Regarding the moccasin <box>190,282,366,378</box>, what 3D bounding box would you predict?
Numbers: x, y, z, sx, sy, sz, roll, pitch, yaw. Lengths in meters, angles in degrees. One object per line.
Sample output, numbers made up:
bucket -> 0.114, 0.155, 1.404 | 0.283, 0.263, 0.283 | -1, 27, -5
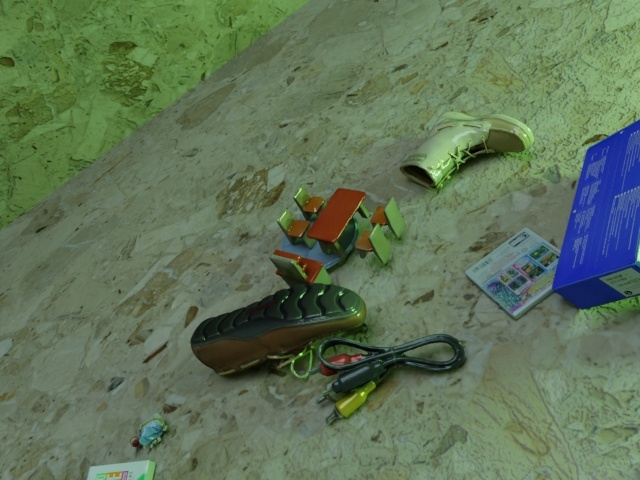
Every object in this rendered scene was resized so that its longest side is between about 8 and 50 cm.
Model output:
moccasin -> -0.080, 0.194, 1.102 | 0.380, 0.147, 0.139 | -23, 26, 16

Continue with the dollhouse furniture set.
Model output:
dollhouse furniture set -> 0.010, -0.016, 1.188 | 0.262, 0.135, 0.259 | 12, 58, 36

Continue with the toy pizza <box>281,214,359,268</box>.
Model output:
toy pizza -> 0.000, 0.000, 1.304 | 0.201, 0.032, 0.201 | -16, 46, 16

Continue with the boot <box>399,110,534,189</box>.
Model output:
boot -> 0.328, -0.200, 1.249 | 0.262, 0.095, 0.203 | 23, 65, 45

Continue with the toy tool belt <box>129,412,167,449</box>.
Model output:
toy tool belt -> -0.353, 0.401, 1.121 | 0.083, 0.052, 0.051 | -44, 35, -12

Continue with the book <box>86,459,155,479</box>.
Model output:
book -> -0.401, 0.495, 1.078 | 0.144, 0.035, 0.096 | -14, 49, 17

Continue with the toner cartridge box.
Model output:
toner cartridge box -> 0.524, -0.057, 0.948 | 0.348, 0.075, 0.165 | -62, 13, -28

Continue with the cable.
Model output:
cable -> 0.111, 0.219, 0.998 | 0.287, 0.072, 0.139 | -22, 70, 0

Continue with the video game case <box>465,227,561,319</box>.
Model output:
video game case -> 0.380, 0.058, 1.032 | 0.157, 0.019, 0.143 | -35, 42, -5
